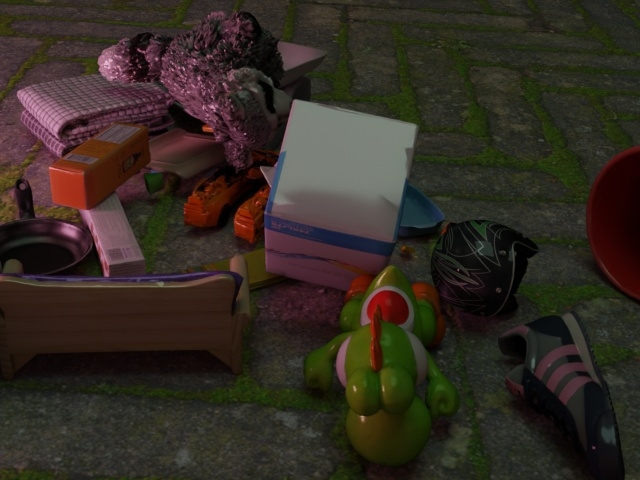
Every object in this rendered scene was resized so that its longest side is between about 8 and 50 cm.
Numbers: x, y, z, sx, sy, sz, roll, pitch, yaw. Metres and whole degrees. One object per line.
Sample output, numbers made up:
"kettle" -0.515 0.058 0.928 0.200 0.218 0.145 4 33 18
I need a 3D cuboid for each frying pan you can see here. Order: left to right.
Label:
"frying pan" -0.530 -0.007 1.558 0.197 0.053 0.326 -22 38 -37

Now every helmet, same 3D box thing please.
"helmet" 0.260 0.044 1.458 0.162 0.169 0.169 -4 28 -44

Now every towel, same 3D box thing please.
"towel" -0.481 -0.274 1.951 0.284 0.121 0.235 -19 36 -31
"towel" -0.136 0.053 1.532 0.237 0.021 0.102 -16 37 -30

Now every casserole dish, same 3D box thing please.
"casserole dish" 0.162 -0.057 1.736 0.114 0.037 0.188 -10 33 -21

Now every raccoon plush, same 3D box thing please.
"raccoon plush" -0.257 -0.267 1.773 0.447 0.216 0.299 -9 44 23

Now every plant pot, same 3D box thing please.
"plant pot" 0.649 -0.034 1.566 0.243 0.274 0.275 -5 30 -34

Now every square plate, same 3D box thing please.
"square plate" -0.196 -0.374 2.096 0.344 0.049 0.347 -28 27 -18

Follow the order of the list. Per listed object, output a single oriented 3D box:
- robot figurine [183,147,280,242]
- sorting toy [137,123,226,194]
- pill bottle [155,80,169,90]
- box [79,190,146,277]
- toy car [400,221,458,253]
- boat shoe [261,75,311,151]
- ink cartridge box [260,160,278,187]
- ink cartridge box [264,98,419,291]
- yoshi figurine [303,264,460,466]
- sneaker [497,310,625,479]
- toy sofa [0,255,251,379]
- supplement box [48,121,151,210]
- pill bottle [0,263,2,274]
"robot figurine" -0.132 -0.098 1.723 0.211 0.085 0.291 14 32 14
"sorting toy" -0.282 -0.171 1.845 0.196 0.047 0.348 17 36 36
"pill bottle" -0.368 -0.404 2.091 0.112 0.111 0.187 -23 21 -37
"box" -0.373 -0.018 1.581 0.067 0.063 0.324 -8 33 -22
"toy car" 0.201 -0.005 1.638 0.122 0.060 0.040 1 -2 -17
"boat shoe" -0.107 -0.301 2.049 0.094 0.109 0.302 12 34 17
"ink cartridge box" -0.006 -0.117 1.697 0.198 0.067 0.115 -6 57 -47
"ink cartridge box" 0.027 -0.057 1.422 0.197 0.270 0.198 12 69 2
"yoshi figurine" 0.090 0.184 1.247 0.203 0.203 0.362 46 17 -6
"sneaker" 0.330 0.222 1.245 0.131 0.112 0.319 -11 27 7
"toy sofa" -0.285 0.087 1.308 0.363 0.177 0.150 -1 32 -7
"supplement box" -0.399 -0.142 1.649 0.080 0.078 0.233 12 30 17
"pill bottle" -0.549 0.126 1.201 0.188 0.187 0.334 -1 32 -7
